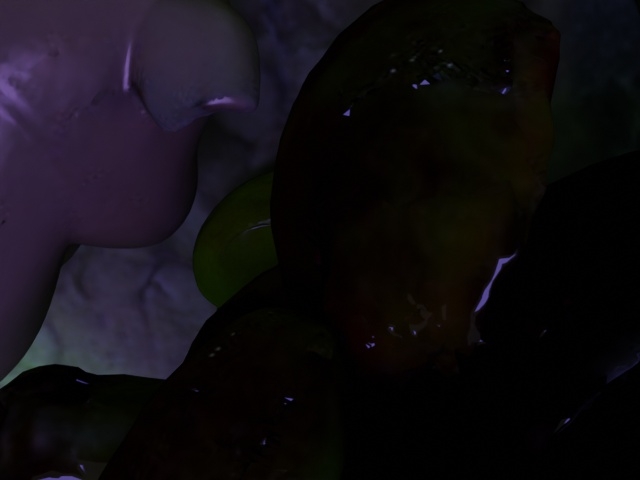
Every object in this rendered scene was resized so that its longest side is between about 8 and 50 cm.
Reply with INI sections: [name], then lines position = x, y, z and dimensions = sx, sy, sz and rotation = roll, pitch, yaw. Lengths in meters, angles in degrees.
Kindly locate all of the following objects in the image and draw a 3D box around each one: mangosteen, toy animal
[mangosteen]
position = 0.115, 0.126, 0.682
dimensions = 0.421, 0.381, 0.381
rotation = 42, 121, 16
[toy animal]
position = -0.134, -0.039, 0.743
dimensions = 0.166, 0.154, 0.250
rotation = 42, 115, 1

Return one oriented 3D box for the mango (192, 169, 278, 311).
[mango]
position = 0.000, 0.000, 0.798
dimensions = 0.108, 0.056, 0.073
rotation = -27, 116, 19
